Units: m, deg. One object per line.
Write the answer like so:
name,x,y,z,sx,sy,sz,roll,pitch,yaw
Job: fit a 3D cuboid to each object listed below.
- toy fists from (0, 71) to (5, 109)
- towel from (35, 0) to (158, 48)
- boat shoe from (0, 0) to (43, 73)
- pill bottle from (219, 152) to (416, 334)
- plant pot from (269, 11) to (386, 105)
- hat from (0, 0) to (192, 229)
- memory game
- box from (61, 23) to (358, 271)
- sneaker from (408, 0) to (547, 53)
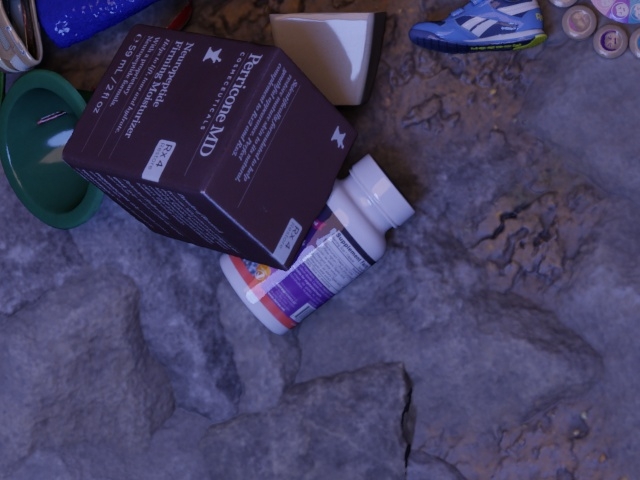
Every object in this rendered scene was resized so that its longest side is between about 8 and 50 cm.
toy fists,-0.428,-0.247,1.714,0.142,0.096,0.279,0,88,11
towel,-0.185,-0.360,1.679,0.308,0.076,0.227,-23,77,17
boat shoe,-0.331,-0.274,1.653,0.072,0.068,0.190,-3,109,49
pill bottle,0.000,0.000,1.619,0.193,0.108,0.108,-39,81,5
plant pot,0.010,-0.191,1.637,0.109,0.109,0.096,1,100,9
hat,-0.223,-0.125,1.710,0.208,0.184,0.173,-33,83,46
memory game,0.327,-0.278,1.630,0.186,0.012,0.186,-1,87,10
box,-0.110,-0.096,1.562,0.203,0.167,0.168,14,70,38
sneaker,0.164,-0.229,1.636,0.144,0.053,0.059,-3,86,1
